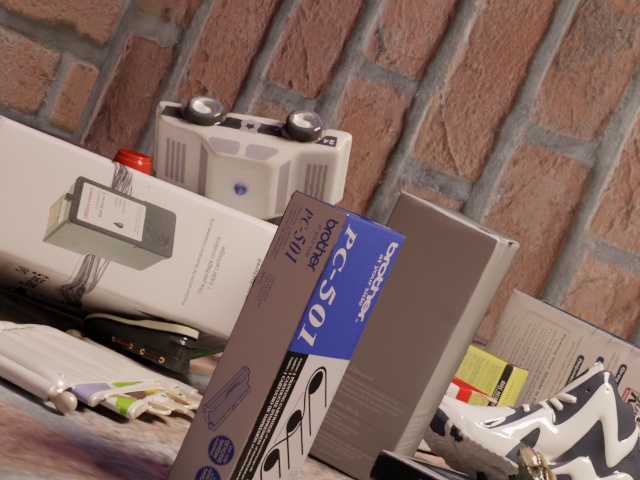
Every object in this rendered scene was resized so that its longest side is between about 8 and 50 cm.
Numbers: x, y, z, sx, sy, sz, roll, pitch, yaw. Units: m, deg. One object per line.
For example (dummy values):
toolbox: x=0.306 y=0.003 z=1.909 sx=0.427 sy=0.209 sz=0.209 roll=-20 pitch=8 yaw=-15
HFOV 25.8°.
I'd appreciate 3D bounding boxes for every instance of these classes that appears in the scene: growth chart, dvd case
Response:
growth chart: x=-0.184 y=0.098 z=1.071 sx=0.172 sy=0.021 sz=0.237 roll=25 pitch=3 yaw=23
dvd case: x=0.155 y=0.224 z=1.099 sx=0.179 sy=0.029 sz=0.239 roll=23 pitch=-3 yaw=25

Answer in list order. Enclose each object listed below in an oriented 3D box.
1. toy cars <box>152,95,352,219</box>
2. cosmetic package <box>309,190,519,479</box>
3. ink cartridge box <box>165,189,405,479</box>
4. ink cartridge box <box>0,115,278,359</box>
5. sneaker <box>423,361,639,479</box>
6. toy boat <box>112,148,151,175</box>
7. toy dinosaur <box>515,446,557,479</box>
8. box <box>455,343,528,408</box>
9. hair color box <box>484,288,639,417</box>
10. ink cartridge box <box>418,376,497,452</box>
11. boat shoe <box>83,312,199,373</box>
toy cars: x=0.000 y=0.000 z=1.339 sx=0.394 sy=0.176 sz=0.087 roll=42 pitch=34 yaw=-24
cosmetic package: x=0.073 y=0.083 z=1.208 sx=0.107 sy=0.238 sz=0.127 roll=25 pitch=3 yaw=16
ink cartridge box: x=-0.021 y=0.076 z=0.918 sx=0.046 sy=0.207 sz=0.097 roll=25 pitch=4 yaw=27
ink cartridge box: x=-0.195 y=0.006 z=1.252 sx=0.273 sy=0.114 sz=0.198 roll=22 pitch=-15 yaw=-17
sneaker: x=0.217 y=0.172 z=1.369 sx=0.235 sy=0.153 sz=0.094 roll=24 pitch=-28 yaw=1
toy boat: x=-0.286 y=-0.029 z=1.622 sx=0.267 sy=0.148 sz=0.318 roll=19 pitch=9 yaw=16
toy dinosaur: x=0.285 y=0.276 z=1.238 sx=0.268 sy=0.064 sz=0.118 roll=31 pitch=10 yaw=36
box: x=0.161 y=0.166 z=1.914 sx=0.232 sy=0.087 sz=0.058 roll=24 pitch=1 yaw=30
hair color box: x=0.359 y=0.204 z=1.903 sx=0.105 sy=0.174 sz=0.347 roll=23 pitch=3 yaw=-30
ink cartridge box: x=0.056 y=0.150 z=1.435 sx=0.231 sy=0.078 sz=0.134 roll=21 pitch=5 yaw=-41
boat shoe: x=-0.161 y=0.088 z=1.206 sx=0.133 sy=0.042 sz=0.049 roll=6 pitch=-12 yaw=40
